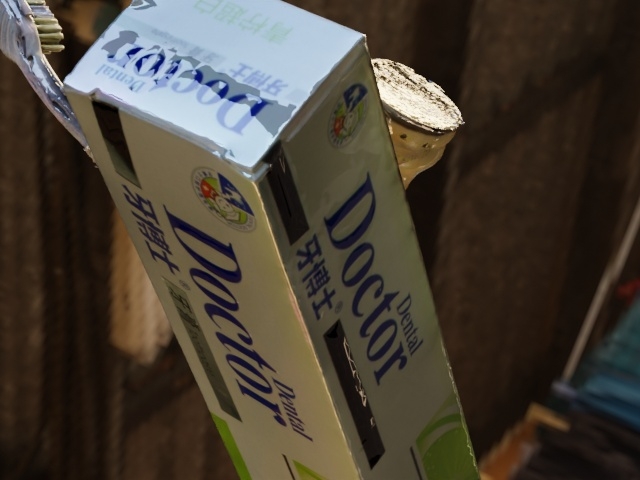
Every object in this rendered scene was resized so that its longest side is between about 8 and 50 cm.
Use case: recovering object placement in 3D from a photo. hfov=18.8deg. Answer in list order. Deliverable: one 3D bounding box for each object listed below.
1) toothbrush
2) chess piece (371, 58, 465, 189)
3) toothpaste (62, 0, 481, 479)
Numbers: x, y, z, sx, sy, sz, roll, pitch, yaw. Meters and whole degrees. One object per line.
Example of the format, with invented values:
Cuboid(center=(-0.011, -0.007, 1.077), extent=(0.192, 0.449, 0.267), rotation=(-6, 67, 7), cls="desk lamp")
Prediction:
Cuboid(center=(-0.098, -0.012, 1.108), extent=(0.042, 0.413, 0.035), rotation=(-11, -35, -38), cls="toothbrush")
Cuboid(center=(0.001, 0.000, 0.894), extent=(0.060, 0.060, 0.172), rotation=(-18, -37, -57), cls="chess piece")
Cuboid(center=(-0.001, 0.044, 0.705), extent=(0.067, 0.081, 0.336), rotation=(-52, -31, -23), cls="toothpaste")
